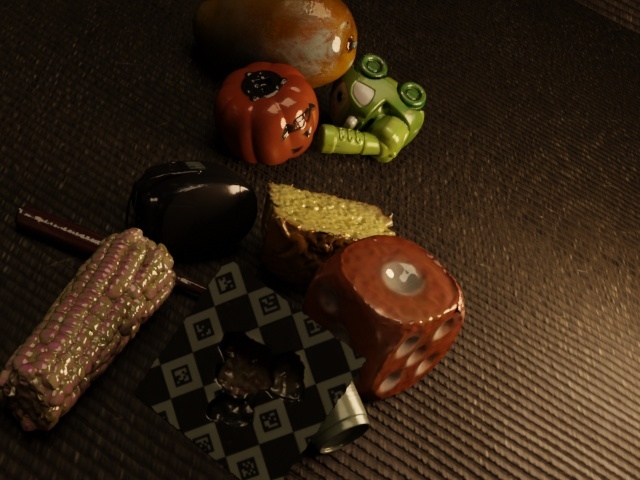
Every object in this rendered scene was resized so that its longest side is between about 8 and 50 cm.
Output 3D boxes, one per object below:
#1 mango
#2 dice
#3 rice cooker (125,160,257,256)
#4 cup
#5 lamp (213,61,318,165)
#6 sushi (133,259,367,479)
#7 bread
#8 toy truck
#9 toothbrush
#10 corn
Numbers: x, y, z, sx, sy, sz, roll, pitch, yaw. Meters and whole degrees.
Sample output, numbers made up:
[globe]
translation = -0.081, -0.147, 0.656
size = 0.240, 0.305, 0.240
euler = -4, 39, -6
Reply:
[mango]
translation = -0.100, -0.390, 1.860
size = 0.384, 0.221, 0.199
euler = 16, 67, 33
[dice]
translation = 0.087, 0.110, 1.414
size = 0.175, 0.179, 0.174
euler = -21, 56, -37
[rice cooker]
translation = -0.200, -0.051, 1.492
size = 0.203, 0.142, 0.118
euler = -1, 31, -28
[cup]
translation = 0.003, 0.206, 1.311
size = 0.120, 0.120, 0.141
euler = -14, 60, -38
[lamp]
translation = -0.095, -0.220, 1.736
size = 0.188, 0.164, 0.187
euler = -2, 52, 3
[sushi]
translation = -0.088, 0.177, 1.264
size = 0.231, 0.219, 0.047
euler = 35, 1, 16
[bread]
translation = 0.000, 0.000, 1.530
size = 0.229, 0.139, 0.143
euler = 12, 39, -25
[toy truck]
translation = 0.100, -0.229, 1.868
size = 0.187, 0.148, 0.210
euler = 21, 58, -8
[toothbrush]
translation = -0.277, 0.032, 1.434
size = 0.364, 0.041, 0.041
euler = 23, 37, 0
[corn]
translation = -0.301, 0.110, 1.270
size = 0.127, 0.126, 0.335
euler = 26, 41, 4
